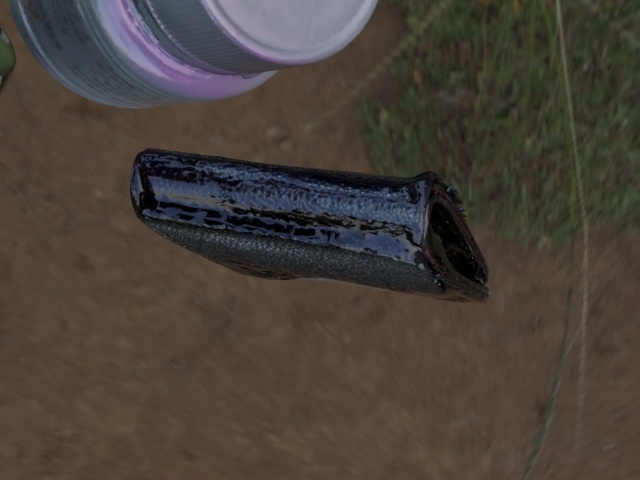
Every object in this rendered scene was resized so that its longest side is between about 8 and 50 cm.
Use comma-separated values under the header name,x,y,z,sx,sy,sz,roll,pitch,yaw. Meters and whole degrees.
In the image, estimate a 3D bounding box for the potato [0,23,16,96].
name,x,y,z,sx,sy,sz,roll,pitch,yaw
potato,-0.474,-0.175,2.005,0.269,0.112,0.255,37,119,-2

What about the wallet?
name,x,y,z,sx,sy,sz,roll,pitch,yaw
wallet,0.000,0.000,1.408,0.221,0.262,0.071,4,79,16

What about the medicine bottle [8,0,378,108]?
name,x,y,z,sx,sy,sz,roll,pitch,yaw
medicine bottle,-0.109,-0.239,1.648,0.241,0.302,0.241,-1,91,-36
